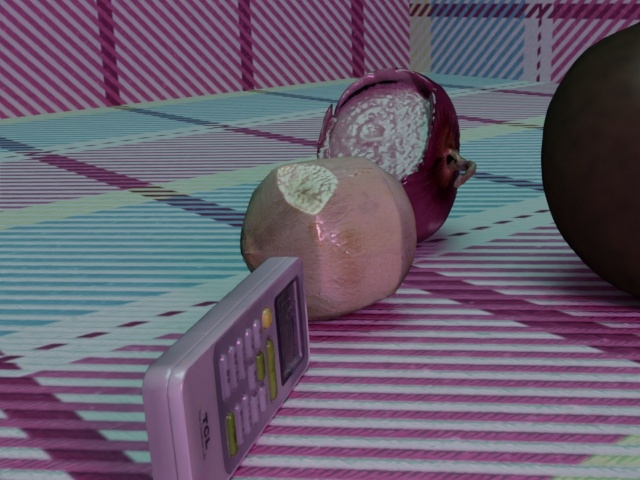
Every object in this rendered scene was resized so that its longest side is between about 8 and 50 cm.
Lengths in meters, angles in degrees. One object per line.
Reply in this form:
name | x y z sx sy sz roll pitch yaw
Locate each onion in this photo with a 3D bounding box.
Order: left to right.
onion | 0.092 -0.091 1.101 0.201 0.207 0.200 -12 -27 -6

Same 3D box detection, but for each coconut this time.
coconut | -0.001 0.000 0.868 0.162 0.161 0.161 -7 17 -20

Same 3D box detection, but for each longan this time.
longan | 0.358 -0.073 0.883 0.297 0.297 0.297 -2 16 0

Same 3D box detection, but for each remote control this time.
remote control | -0.057 0.091 0.650 0.034 0.103 0.250 0 15 15
